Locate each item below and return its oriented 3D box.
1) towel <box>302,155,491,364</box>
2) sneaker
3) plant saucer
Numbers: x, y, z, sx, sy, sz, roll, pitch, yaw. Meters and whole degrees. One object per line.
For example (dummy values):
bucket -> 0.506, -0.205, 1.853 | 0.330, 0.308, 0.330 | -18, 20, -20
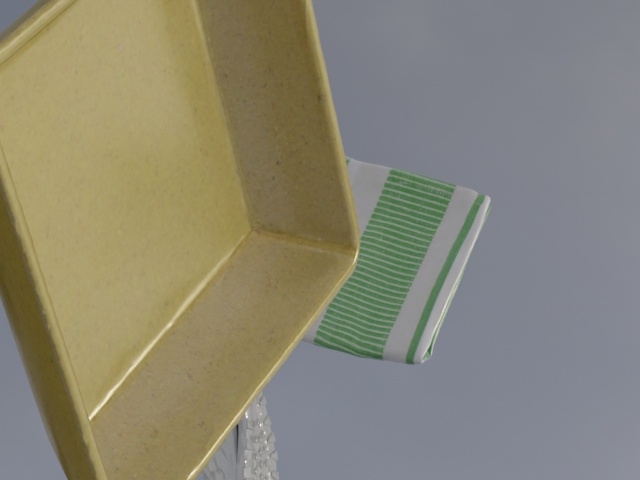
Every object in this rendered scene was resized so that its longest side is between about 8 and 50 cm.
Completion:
towel -> 0.000, 0.000, 2.149 | 0.324, 0.038, 0.248 | 17, -120, 12
sneaker -> -0.107, 0.197, 2.030 | 0.094, 0.235, 0.090 | -11, 172, 15
plant saucer -> -0.104, -0.040, 1.183 | 0.081, 0.333, 0.333 | 7, -143, 28
